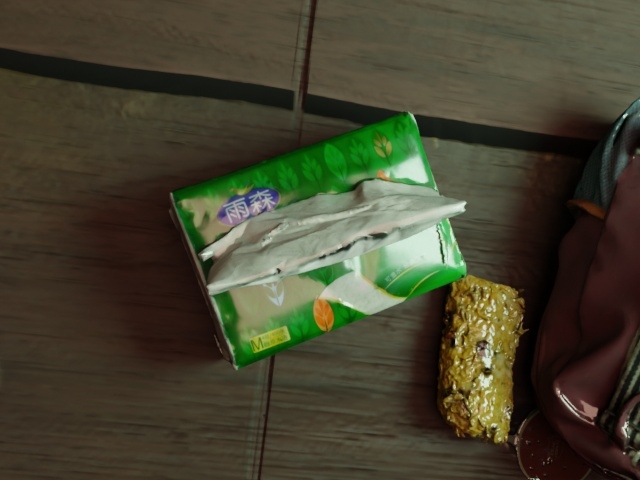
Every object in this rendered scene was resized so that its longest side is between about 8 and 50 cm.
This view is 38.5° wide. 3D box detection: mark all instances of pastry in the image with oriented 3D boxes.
[{"bbox_3d":[0.139,0.104,0.809,0.080,0.056,0.140,16,76,-17],"label":"pastry"}]

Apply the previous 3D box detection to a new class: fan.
[{"bbox_3d":[0.197,0.186,0.842,0.133,0.005,0.085,10,87,-12],"label":"fan"}]

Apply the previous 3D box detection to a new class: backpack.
[{"bbox_3d":[0.318,0.060,0.766,0.283,0.197,0.317,28,80,17],"label":"backpack"}]

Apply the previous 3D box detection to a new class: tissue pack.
[{"bbox_3d":[0.001,-0.002,0.733,0.208,0.156,0.148,-20,90,-10],"label":"tissue pack"}]
